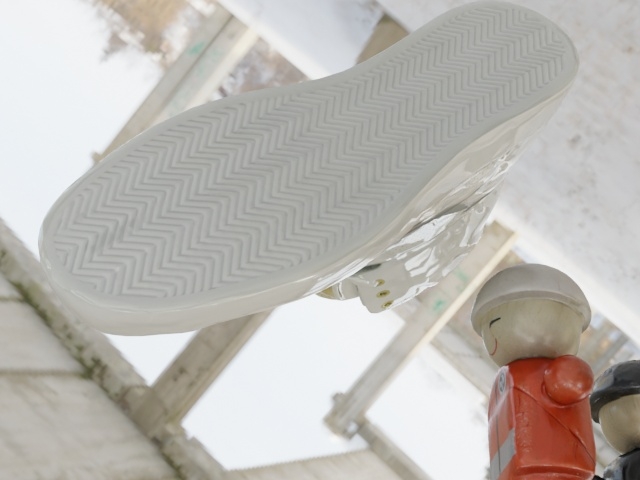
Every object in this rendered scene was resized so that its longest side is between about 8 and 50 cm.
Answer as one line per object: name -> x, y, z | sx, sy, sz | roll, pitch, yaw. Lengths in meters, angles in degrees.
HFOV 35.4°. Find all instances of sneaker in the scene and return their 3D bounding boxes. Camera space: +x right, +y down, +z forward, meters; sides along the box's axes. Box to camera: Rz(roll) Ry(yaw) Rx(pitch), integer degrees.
sneaker -> 0.000, 0.000, 0.515 | 0.108, 0.293, 0.169 | 50, 149, 24

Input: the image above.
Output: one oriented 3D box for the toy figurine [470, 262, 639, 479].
toy figurine -> 0.197, 0.084, 0.490 | 0.213, 0.210, 0.148 | 36, -136, -37
